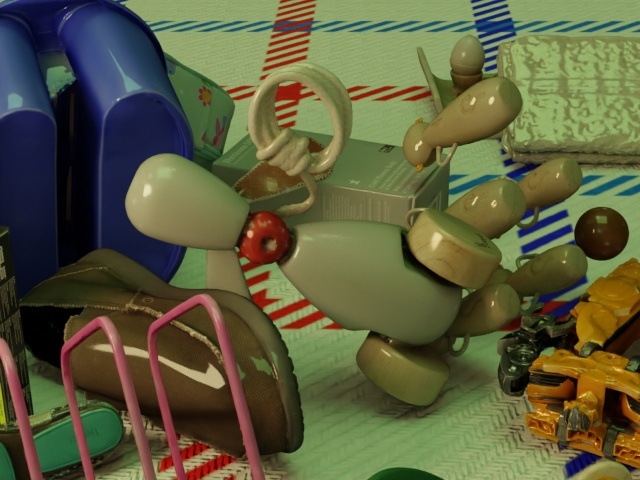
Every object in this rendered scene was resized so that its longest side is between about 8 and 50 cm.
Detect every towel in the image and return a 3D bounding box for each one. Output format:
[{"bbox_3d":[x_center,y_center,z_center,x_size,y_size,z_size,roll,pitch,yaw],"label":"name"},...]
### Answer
[{"bbox_3d":[0.366,-0.177,1.759,0.282,0.049,0.187,1,59,0],"label":"towel"}]

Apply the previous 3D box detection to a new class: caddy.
[{"bbox_3d":[-0.255,-0.078,1.348,0.241,0.341,0.179,-11,45,-22],"label":"caddy"}]

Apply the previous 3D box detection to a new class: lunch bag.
[{"bbox_3d":[-0.249,-0.139,1.546,0.224,0.108,0.279,-15,-31,43],"label":"lunch bag"}]

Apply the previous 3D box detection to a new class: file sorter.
[{"bbox_3d":[-0.200,0.158,0.900,0.290,0.182,0.202,-12,-9,-23],"label":"file sorter"}]

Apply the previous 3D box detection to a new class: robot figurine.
[{"bbox_3d":[0.281,0.105,1.209,0.211,0.085,0.291,15,29,31],"label":"robot figurine"}]

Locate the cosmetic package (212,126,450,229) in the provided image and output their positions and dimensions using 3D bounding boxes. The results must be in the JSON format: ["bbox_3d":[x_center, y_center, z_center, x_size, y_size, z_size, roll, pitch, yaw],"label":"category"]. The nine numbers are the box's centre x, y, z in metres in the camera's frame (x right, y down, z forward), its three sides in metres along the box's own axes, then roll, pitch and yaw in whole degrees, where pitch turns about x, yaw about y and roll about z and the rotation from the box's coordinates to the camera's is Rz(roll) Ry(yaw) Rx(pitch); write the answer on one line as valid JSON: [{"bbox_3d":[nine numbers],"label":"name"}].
[{"bbox_3d":[0.012,-0.049,1.523,0.238,0.107,0.127,12,31,19],"label":"cosmetic package"}]

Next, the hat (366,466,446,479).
[{"bbox_3d":[0.019,0.260,0.945,0.183,0.173,0.208,-34,30,36],"label":"hat"}]

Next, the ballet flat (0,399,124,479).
[{"bbox_3d":[-0.252,0.177,1.116,0.188,0.070,0.070,-12,27,-26],"label":"ballet flat"}]

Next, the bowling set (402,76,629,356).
[{"bbox_3d":[0.187,0.005,1.359,0.200,0.287,0.154,23,-31,-29],"label":"bowling set"}]

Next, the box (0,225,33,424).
[{"bbox_3d":[-0.342,0.066,1.186,0.184,0.191,0.045,8,28,19],"label":"box"}]

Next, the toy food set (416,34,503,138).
[{"bbox_3d":[0.293,-0.223,1.893,0.306,0.092,0.220,-2,25,-2],"label":"toy food set"}]

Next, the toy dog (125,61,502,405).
[{"bbox_3d":[0.000,0.000,1.219,0.220,0.334,0.161,-43,18,5],"label":"toy dog"}]

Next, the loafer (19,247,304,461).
[{"bbox_3d":[-0.149,0.111,1.181,0.130,0.134,0.366,-24,24,-32],"label":"loafer"}]

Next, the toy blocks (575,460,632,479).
[{"bbox_3d":[0.269,0.216,1.009,0.123,0.054,0.148,-8,26,-14],"label":"toy blocks"}]
